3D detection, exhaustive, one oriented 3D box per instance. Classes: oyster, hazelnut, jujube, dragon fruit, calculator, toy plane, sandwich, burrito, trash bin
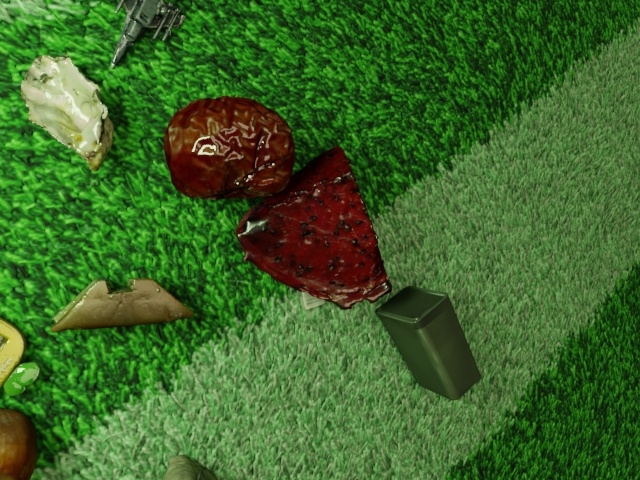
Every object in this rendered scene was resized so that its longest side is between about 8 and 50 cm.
[{"bbox_3d":[-0.447,-0.238,0.842,0.209,0.072,0.133,39,79,0],"label":"oyster"},{"bbox_3d":[-0.550,0.353,0.759,0.150,0.150,0.150,0,90,-26],"label":"hazelnut"},{"bbox_3d":[-0.175,-0.175,0.889,0.232,0.213,0.212,-6,93,-23],"label":"jujube"},{"bbox_3d":[-0.002,-0.004,1.039,0.286,0.228,0.329,-30,120,4],"label":"dragon fruit"},{"bbox_3d":[-0.597,0.188,0.781,0.235,0.032,0.146,37,75,-20],"label":"calculator"},{"bbox_3d":[-0.339,-0.436,0.886,0.160,0.082,0.234,28,77,-50],"label":"toy plane"},{"bbox_3d":[-0.366,0.109,0.863,0.245,0.090,0.088,-3,95,-23],"label":"sandwich"},{"bbox_3d":[-0.225,0.490,0.819,0.105,0.299,0.143,-36,99,-17],"label":"burrito"},{"bbox_3d":[0.269,0.248,1.130,0.122,0.164,0.240,-34,104,-22],"label":"trash bin"}]

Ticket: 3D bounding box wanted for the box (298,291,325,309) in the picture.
[{"bbox_3d":[-0.023,0.111,1.066,0.054,0.024,0.083,-15,97,-23],"label":"box"}]
